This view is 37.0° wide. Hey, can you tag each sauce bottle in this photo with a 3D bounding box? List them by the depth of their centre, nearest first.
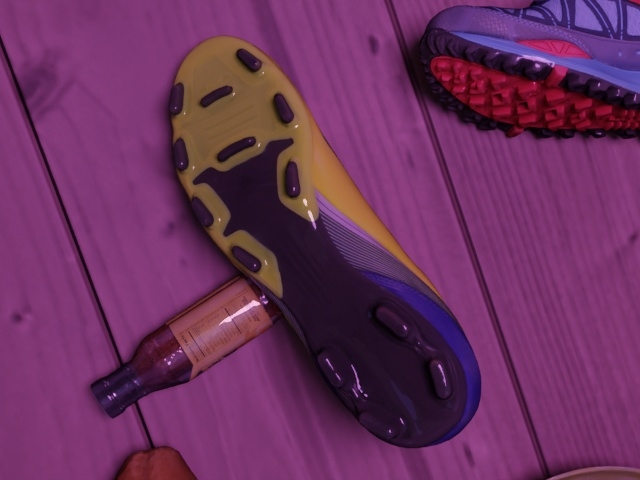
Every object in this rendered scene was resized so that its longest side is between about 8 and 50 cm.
[{"bbox_3d":[-0.085,0.067,0.609,0.128,0.042,0.042,-32,97,-6],"label":"sauce bottle"}]

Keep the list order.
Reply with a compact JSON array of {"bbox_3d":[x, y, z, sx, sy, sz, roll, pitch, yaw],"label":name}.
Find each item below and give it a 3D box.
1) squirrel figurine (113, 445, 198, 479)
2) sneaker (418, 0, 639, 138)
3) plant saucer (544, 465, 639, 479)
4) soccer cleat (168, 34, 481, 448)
[{"bbox_3d":[-0.106,0.353,0.446,0.281,0.370,0.396,-27,97,-9],"label":"squirrel figurine"},{"bbox_3d":[0.188,-0.136,0.639,0.262,0.104,0.125,4,74,-15],"label":"sneaker"},{"bbox_3d":[0.193,0.273,0.639,0.241,0.037,0.240,1,80,-6],"label":"plant saucer"},{"bbox_3d":[-0.001,0.001,0.601,0.093,0.121,0.289,-36,78,12],"label":"soccer cleat"}]
